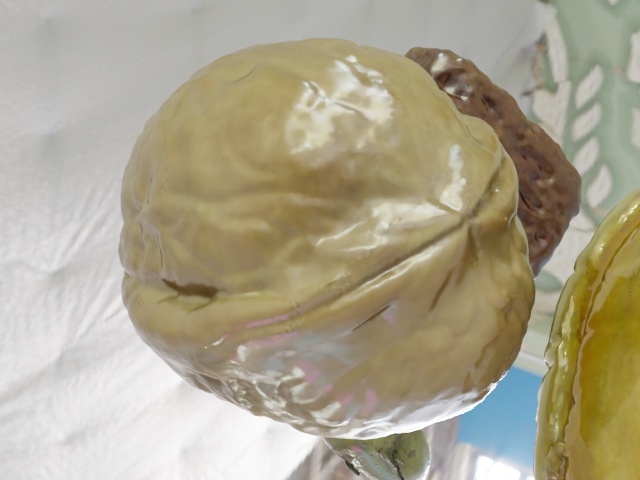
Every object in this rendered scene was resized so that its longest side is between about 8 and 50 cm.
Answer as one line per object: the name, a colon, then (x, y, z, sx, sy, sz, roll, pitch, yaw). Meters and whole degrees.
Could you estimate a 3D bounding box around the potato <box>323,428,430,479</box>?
potato: (0.093, 0.331, 1.672, 0.143, 0.169, 0.248, -39, -57, -10)

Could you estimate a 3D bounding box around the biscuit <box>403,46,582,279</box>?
biscuit: (0.164, -0.041, 1.398, 0.343, 0.166, 0.395, 41, -108, -22)

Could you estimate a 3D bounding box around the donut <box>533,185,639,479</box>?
donut: (0.372, 0.139, 0.735, 0.198, 0.449, 0.448, 58, -126, -77)

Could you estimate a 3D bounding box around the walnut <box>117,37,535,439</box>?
walnut: (0.002, -0.001, 0.703, 0.252, 0.313, 0.277, -3, -92, -35)
